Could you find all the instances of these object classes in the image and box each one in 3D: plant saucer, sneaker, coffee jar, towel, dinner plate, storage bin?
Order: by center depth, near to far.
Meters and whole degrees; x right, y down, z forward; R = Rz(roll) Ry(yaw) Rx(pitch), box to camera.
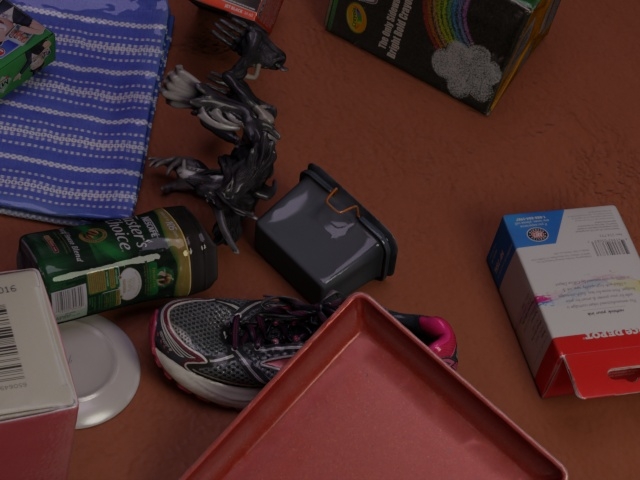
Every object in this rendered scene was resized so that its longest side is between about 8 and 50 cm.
[{"bbox_3d":[0.044,0.222,1.535,0.259,0.048,0.258,41,81,14],"label":"plant saucer"},{"bbox_3d":[-0.242,0.117,1.635,0.141,0.017,0.141,6,50,-7],"label":"dinner plate"},{"bbox_3d":[-0.015,0.093,1.648,0.299,0.112,0.121,7,50,-8],"label":"sneaker"},{"bbox_3d":[-0.197,0.022,1.675,0.184,0.079,0.096,-12,31,-23],"label":"coffee jar"},{"bbox_3d":[0.000,0.000,1.746,0.091,0.098,0.135,-38,68,-24],"label":"storage bin"},{"bbox_3d":[-0.294,-0.161,1.833,0.243,0.040,0.336,10,50,-5],"label":"towel"}]

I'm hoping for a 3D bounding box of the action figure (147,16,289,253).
[{"bbox_3d":[-0.107,-0.103,1.758,0.141,0.164,0.275,15,38,-7],"label":"action figure"}]

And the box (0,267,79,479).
[{"bbox_3d":[-0.290,0.155,1.450,0.127,0.232,0.148,-9,54,-21],"label":"box"}]

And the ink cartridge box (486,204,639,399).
[{"bbox_3d":[0.273,0.079,1.752,0.134,0.078,0.231,-5,53,-17],"label":"ink cartridge box"}]

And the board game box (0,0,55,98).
[{"bbox_3d":[-0.469,-0.233,1.819,0.317,0.046,0.213,36,58,20],"label":"board game box"}]

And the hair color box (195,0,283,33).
[{"bbox_3d":[-0.097,-0.274,1.898,0.093,0.167,0.053,21,92,4],"label":"hair color box"}]

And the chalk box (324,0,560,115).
[{"bbox_3d":[0.127,-0.316,1.971,0.289,0.180,0.179,30,51,9],"label":"chalk box"}]
